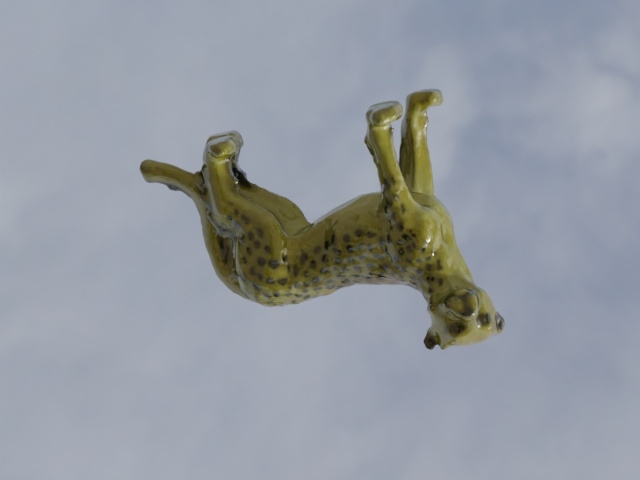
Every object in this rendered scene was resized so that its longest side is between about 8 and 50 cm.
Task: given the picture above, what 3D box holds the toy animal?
[{"bbox_3d":[0.000,0.000,1.040,0.181,0.136,0.073,-10,-173,16],"label":"toy animal"}]
